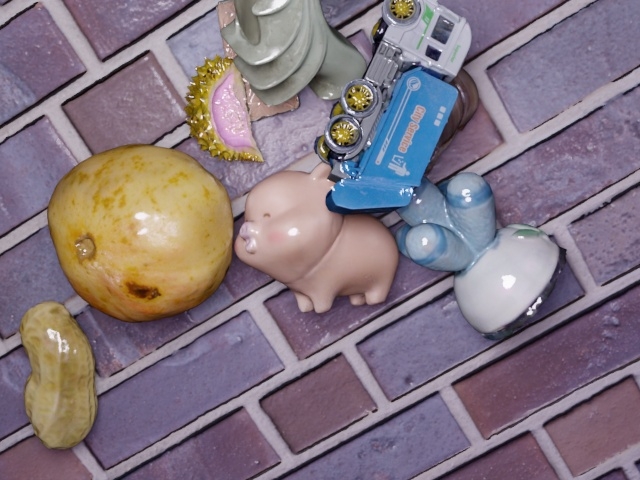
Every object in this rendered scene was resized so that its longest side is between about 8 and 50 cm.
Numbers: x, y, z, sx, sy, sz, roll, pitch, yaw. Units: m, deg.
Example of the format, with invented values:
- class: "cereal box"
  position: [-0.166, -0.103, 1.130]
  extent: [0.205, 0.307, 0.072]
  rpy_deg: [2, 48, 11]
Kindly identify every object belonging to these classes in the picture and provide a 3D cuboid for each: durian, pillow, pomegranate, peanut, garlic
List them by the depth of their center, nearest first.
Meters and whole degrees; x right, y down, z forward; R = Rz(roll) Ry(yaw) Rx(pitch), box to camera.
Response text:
- class: "pomegranate"
  position: [-0.299, -0.026, 1.147]
  extent: [0.342, 0.342, 0.343]
  rpy_deg: [0, 101, 0]
- class: "garlic"
  position: [0.190, -0.244, 1.166]
  extent: [0.191, 0.160, 0.214]
  rpy_deg: [44, 98, -8]
- class: "durian"
  position: [-0.190, -0.236, 1.192]
  extent: [0.132, 0.165, 0.182]
  rpy_deg: [-21, 133, -18]
- class: "pillow"
  position: [-0.120, -0.349, 1.209]
  extent: [0.126, 0.043, 0.233]
  rpy_deg: [-10, 104, 7]
- class: "peanut"
  position: [-0.532, 0.272, 1.287]
  extent: [0.146, 0.147, 0.306]
  rpy_deg: [2, 100, 0]

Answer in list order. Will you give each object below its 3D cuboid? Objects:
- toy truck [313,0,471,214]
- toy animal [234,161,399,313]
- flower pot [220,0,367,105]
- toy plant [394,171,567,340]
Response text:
- class: "toy truck"
  position: [0.110, -0.210, 1.016]
  extent: [0.175, 0.146, 0.367]
  rpy_deg: [24, 87, -5]
- class: "toy animal"
  position: [0.000, 0.000, 1.175]
  extent: [0.326, 0.237, 0.269]
  rpy_deg: [1, 80, -37]
- class: "flower pot"
  position: [-0.031, -0.393, 1.048]
  extent: [0.254, 0.164, 0.368]
  rpy_deg: [-18, 139, -26]
- class: "toy plant"
  position: [0.262, -0.001, 1.189]
  extent: [0.332, 0.247, 0.247]
  rpy_deg: [40, 99, -3]
